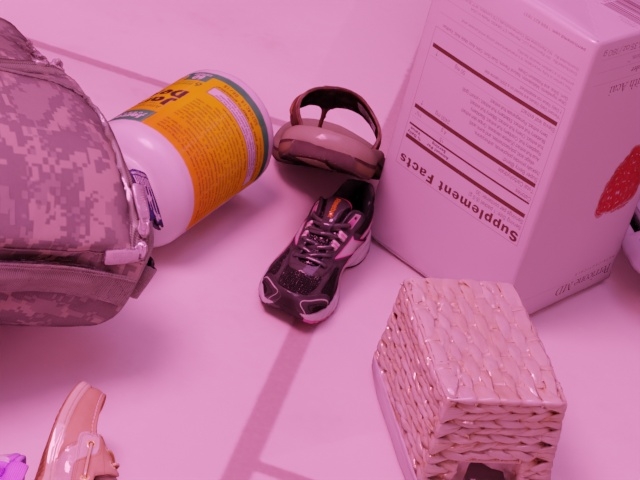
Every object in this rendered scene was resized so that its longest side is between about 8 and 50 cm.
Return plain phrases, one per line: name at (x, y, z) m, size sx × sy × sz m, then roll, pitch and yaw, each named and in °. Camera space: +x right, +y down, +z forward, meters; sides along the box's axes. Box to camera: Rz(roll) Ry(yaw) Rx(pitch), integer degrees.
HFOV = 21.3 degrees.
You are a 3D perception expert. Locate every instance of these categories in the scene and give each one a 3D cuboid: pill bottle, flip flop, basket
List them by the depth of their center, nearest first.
basket at (0.117, 0.115, 1.340) m, size 0.113 × 0.103 × 0.167 m, roll 3°, pitch 36°, yaw -16°
pill bottle at (-0.139, -0.064, 1.487) m, size 0.117 × 0.118 × 0.208 m, roll 28°, pitch 36°, yaw 18°
flip flop at (0.010, -0.103, 1.567) m, size 0.112 × 0.080 × 0.277 m, roll 10°, pitch 3°, yaw 1°

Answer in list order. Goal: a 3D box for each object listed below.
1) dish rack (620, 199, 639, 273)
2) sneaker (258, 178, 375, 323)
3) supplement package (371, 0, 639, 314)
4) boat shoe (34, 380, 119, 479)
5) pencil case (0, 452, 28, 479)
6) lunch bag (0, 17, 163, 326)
dish rack at (0.411, -0.074, 1.661) m, size 0.285 × 0.072 × 0.333 m, roll -24°, pitch 33°, yaw 6°
sneaker at (0.000, 0.000, 1.485) m, size 0.072 × 0.077 × 0.178 m, roll 20°, pitch 34°, yaw 7°
supplement package at (0.189, -0.103, 1.514) m, size 0.177 × 0.293 × 0.175 m, roll -21°, pitch 47°, yaw -42°
boat shoe at (-0.169, 0.171, 1.189) m, size 0.059 × 0.063 × 0.170 m, roll 16°, pitch 43°, yaw -4°
pencil case at (-0.299, 0.153, 1.134) m, size 0.206 × 0.088 × 0.086 m, roll 15°, pitch 34°, yaw -1°
lunch bag at (-0.298, -0.041, 1.267) m, size 0.305 × 0.212 × 0.256 m, roll 5°, pitch 32°, yaw -46°
